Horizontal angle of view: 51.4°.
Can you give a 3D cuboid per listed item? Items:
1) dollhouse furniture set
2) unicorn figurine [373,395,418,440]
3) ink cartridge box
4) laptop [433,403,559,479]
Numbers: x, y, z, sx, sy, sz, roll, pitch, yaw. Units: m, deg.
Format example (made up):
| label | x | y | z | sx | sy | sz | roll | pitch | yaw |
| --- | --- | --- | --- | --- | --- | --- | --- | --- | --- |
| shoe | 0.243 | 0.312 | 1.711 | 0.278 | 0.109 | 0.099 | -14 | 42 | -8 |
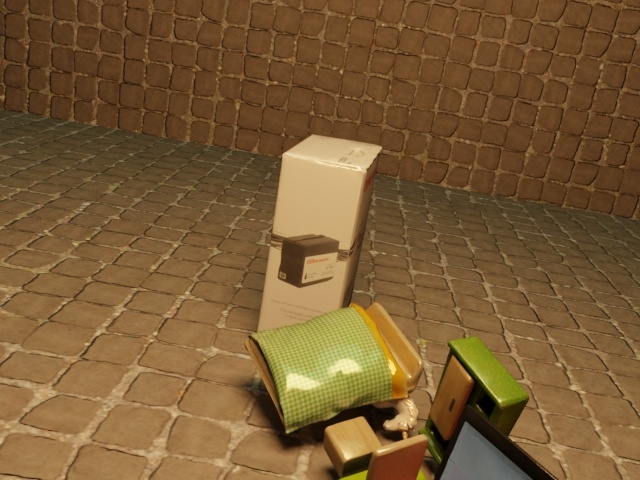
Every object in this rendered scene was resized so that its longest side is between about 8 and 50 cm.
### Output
| label | x | y | z | sx | sy | sz | roll | pitch | yaw |
| --- | --- | --- | --- | --- | --- | --- | --- | --- | --- |
| dollhouse furniture set | 0.054 | 0.147 | 0.784 | 0.197 | 0.151 | 0.301 | -9 | 39 | -25 |
| unicorn figurine | 0.083 | 0.209 | 0.895 | 0.111 | 0.060 | 0.162 | 10 | 21 | 15 |
| ink cartridge box | 0.000 | 0.000 | 1.076 | 0.129 | 0.307 | 0.223 | 12 | 19 | 7 |
| laptop | 0.074 | 0.279 | 0.423 | 0.264 | 0.136 | 0.234 | -26 | 31 | -18 |
